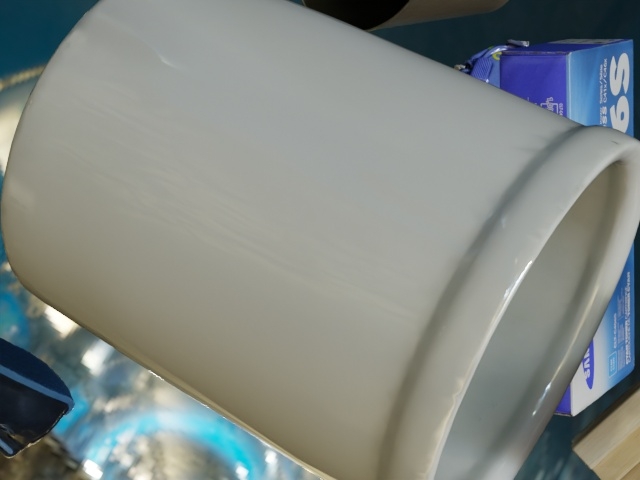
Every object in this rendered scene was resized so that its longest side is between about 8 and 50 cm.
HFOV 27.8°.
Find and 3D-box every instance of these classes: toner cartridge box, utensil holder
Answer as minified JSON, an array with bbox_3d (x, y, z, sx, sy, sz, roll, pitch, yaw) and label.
[{"bbox_3d":[0.247,-0.019,1.276,0.075,0.348,0.165,5,15,34],"label":"toner cartridge box"},{"bbox_3d":[0.000,0.000,0.985,0.385,0.328,0.327,26,-15,22],"label":"utensil holder"}]

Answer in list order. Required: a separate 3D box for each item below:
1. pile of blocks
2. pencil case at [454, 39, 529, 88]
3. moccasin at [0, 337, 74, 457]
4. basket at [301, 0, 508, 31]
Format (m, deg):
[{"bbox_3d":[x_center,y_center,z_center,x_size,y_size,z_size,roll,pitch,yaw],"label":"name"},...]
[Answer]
[{"bbox_3d":[0.354,0.093,1.017,0.112,0.362,0.149,48,-18,11],"label":"pile of blocks"},{"bbox_3d":[0.178,-0.137,1.629,0.133,0.119,0.306,35,-26,-6],"label":"pencil case"},{"bbox_3d":[-0.399,0.133,1.292,0.342,0.117,0.138,37,4,-34],"label":"moccasin"},{"bbox_3d":[0.121,-0.325,1.500,0.227,0.154,0.204,-13,-2,-44],"label":"basket"}]
